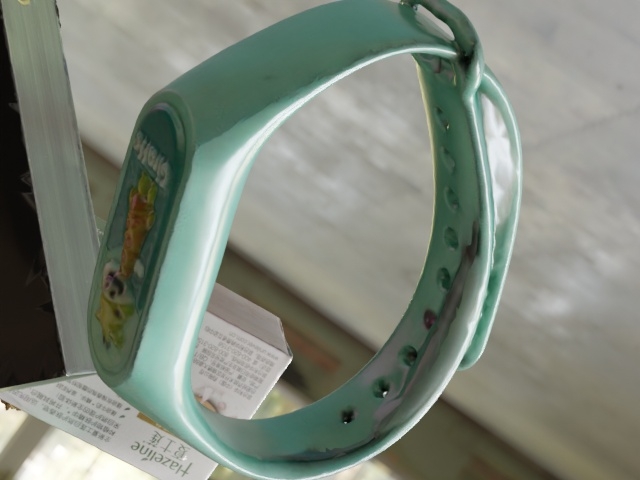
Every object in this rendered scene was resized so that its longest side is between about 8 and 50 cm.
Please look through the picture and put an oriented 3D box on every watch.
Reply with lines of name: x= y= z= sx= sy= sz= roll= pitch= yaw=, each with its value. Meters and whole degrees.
watch: x=0.000 y=0.000 z=0.821 sx=0.195 sy=0.237 sz=0.068 roll=2 pitch=-154 yaw=-31

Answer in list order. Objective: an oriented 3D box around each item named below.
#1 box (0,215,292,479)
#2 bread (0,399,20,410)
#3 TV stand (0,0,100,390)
box: x=-0.139 y=0.078 z=1.328 sx=0.199 sy=0.135 sz=0.081 roll=31 pitch=-166 yaw=-16
bread: x=-0.225 y=0.095 z=1.631 sx=0.044 sy=0.126 sz=0.129 roll=23 pitch=-167 yaw=32
TV stand: x=-0.204 y=-0.041 z=1.165 sx=0.088 sy=0.269 sz=0.083 roll=-13 pitch=174 yaw=20
